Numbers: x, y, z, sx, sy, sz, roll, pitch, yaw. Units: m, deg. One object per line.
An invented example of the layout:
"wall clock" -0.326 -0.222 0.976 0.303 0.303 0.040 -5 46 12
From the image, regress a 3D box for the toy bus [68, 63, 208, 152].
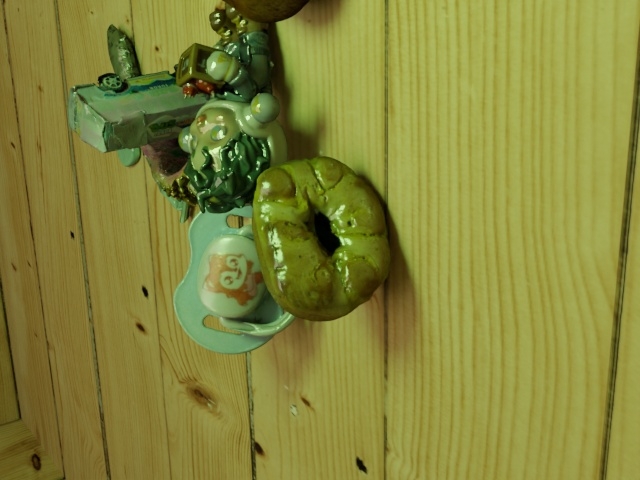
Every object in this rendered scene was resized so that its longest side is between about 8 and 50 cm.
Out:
"toy bus" -0.304 -0.249 1.908 0.138 0.317 0.112 46 141 35

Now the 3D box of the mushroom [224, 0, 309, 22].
"mushroom" -0.110 -0.524 1.619 0.345 0.259 0.345 11 112 27

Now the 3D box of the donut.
"donut" 0.000 0.000 1.620 0.128 0.209 0.261 120 143 -67

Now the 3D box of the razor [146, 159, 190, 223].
"razor" -0.365 -0.168 2.302 0.278 0.056 0.111 53 144 33

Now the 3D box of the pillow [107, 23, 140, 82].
"pillow" -0.447 -0.394 2.349 0.093 0.051 0.241 -26 78 59

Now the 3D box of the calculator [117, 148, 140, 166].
"calculator" -0.469 -0.233 2.484 0.153 0.021 0.095 -32 75 62

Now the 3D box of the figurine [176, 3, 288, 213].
"figurine" -0.150 -0.223 1.751 0.261 0.186 0.382 155 115 -63

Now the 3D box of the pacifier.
"pacifier" -0.142 0.065 1.937 0.233 0.244 0.299 -102 26 -87

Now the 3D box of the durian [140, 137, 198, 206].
"durian" -0.269 -0.183 2.057 0.186 0.154 0.260 -53 41 32
